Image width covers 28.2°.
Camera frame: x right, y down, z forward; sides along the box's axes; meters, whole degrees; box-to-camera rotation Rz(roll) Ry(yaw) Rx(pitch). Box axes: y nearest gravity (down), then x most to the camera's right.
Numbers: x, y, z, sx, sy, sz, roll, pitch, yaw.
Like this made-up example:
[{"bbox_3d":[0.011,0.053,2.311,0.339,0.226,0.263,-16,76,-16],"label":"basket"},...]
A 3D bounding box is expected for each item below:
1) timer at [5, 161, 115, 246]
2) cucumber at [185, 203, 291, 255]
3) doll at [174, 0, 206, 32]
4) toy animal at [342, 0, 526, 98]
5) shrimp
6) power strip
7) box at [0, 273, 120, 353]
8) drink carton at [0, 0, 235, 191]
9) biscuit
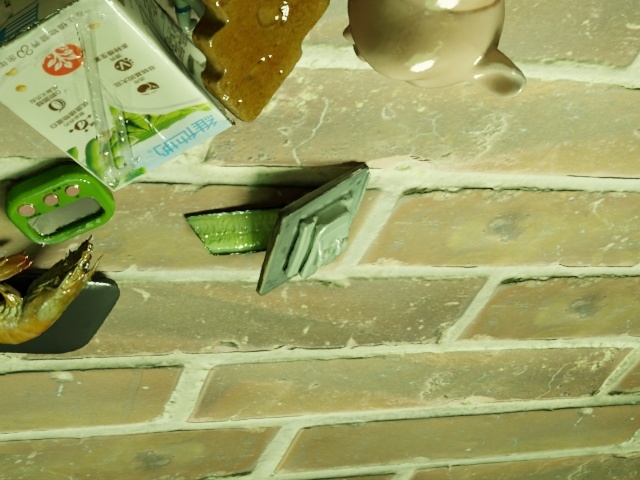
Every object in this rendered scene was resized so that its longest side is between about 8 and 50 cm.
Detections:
[{"bbox_3d":[-0.370,-0.052,1.809,0.140,0.047,0.128,-22,144,7],"label":"timer"},{"bbox_3d":[-0.097,-0.016,1.972,0.220,0.071,0.046,-8,174,-11],"label":"cucumber"},{"bbox_3d":[-0.160,-0.320,1.484,0.057,0.114,0.227,-40,141,-14],"label":"doll"},{"bbox_3d":[0.163,-0.330,1.535,0.326,0.237,0.269,-35,131,19],"label":"toy animal"},{"bbox_3d":[-0.429,0.069,1.890,0.248,0.068,0.150,-35,129,15],"label":"shrimp"},{"bbox_3d":[0.000,0.000,1.964,0.198,0.064,0.213,-34,155,-34],"label":"power strip"},{"bbox_3d":[-0.437,0.118,2.021,0.201,0.042,0.212,4,141,-30],"label":"box"},{"bbox_3d":[-0.273,-0.215,1.547,0.194,0.132,0.324,-27,147,12],"label":"drink carton"},{"bbox_3d":[-0.072,-0.272,1.503,0.278,0.043,0.302,-24,141,-49],"label":"biscuit"}]
